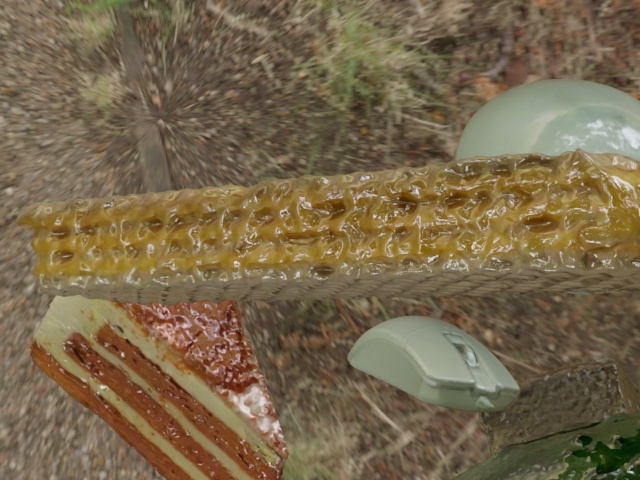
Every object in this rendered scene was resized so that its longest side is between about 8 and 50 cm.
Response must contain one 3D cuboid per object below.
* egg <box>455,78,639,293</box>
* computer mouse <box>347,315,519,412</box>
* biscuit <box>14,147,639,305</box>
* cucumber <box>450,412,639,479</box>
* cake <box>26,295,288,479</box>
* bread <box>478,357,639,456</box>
[{"bbox_3d":[0.216,-0.053,1.224,0.183,0.264,0.182,-8,111,-20],"label":"egg"},{"bbox_3d":[0.087,0.091,1.063,0.089,0.182,0.056,4,97,-24],"label":"computer mouse"},{"bbox_3d":[0.000,0.000,0.686,0.379,0.094,0.054,-3,81,37],"label":"biscuit"},{"bbox_3d":[0.199,0.248,1.267,0.325,0.105,0.145,-22,70,24],"label":"cucumber"},{"bbox_3d":[-0.146,0.122,1.215,0.160,0.158,0.262,-1,52,-32],"label":"cake"},{"bbox_3d":[0.322,0.251,1.628,0.165,0.416,0.113,-22,61,14],"label":"bread"}]
